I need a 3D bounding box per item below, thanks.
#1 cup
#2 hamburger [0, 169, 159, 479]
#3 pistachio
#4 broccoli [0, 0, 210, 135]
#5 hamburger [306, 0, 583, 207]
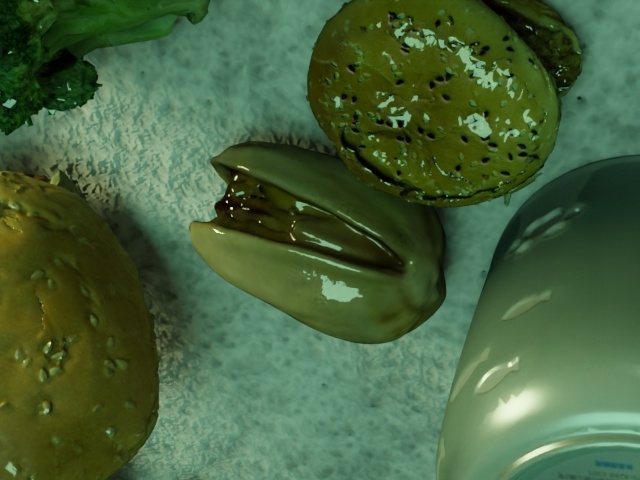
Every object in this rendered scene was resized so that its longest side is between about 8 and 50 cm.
[{"bbox_3d":[0.198,0.154,0.704,0.259,0.274,0.357,24,123,7],"label":"cup"},{"bbox_3d":[-0.266,0.082,0.840,0.259,0.144,0.283,-24,79,-10],"label":"hamburger"},{"bbox_3d":[0.000,0.000,0.793,0.206,0.131,0.130,22,79,14],"label":"pistachio"},{"bbox_3d":[-0.220,-0.201,0.695,0.307,0.275,0.308,-6,83,54],"label":"broccoli"},{"bbox_3d":[0.086,-0.095,0.702,0.177,0.113,0.186,-19,109,28],"label":"hamburger"}]
